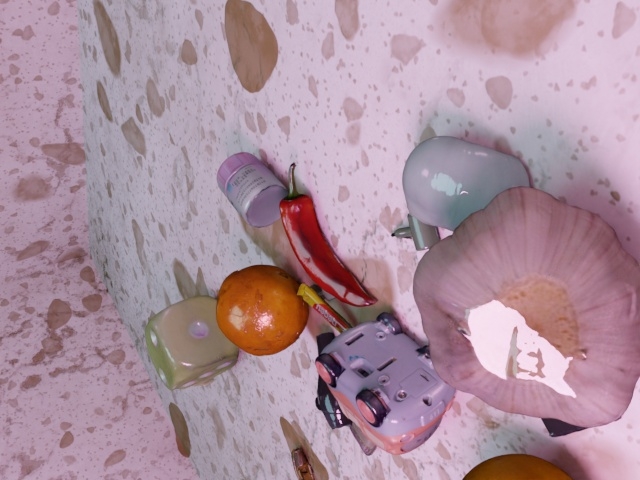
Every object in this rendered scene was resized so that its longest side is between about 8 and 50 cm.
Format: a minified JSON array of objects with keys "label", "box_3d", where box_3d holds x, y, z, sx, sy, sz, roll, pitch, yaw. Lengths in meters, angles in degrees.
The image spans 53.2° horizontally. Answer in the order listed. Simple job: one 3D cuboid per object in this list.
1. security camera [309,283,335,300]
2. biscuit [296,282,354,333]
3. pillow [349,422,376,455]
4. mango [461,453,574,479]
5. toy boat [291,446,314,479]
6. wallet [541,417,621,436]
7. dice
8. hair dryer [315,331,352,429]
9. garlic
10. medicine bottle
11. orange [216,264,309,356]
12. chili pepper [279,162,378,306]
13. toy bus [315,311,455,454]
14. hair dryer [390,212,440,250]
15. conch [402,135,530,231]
[{"label":"security camera","box_3d":[0.015,0.123,1.526,0.092,0.058,0.058,-18,90,49]},{"label":"biscuit","box_3d":[0.053,0.202,1.477,0.292,0.026,0.048,42,144,20]},{"label":"pillow","box_3d":[0.119,0.422,1.513,0.130,0.038,0.232,62,148,26]},{"label":"mango","box_3d":[0.328,0.513,1.057,0.264,0.221,0.378,44,151,31]},{"label":"toy boat","box_3d":[-0.049,0.700,1.929,0.149,0.047,0.049,66,149,12]},{"label":"wallet","box_3d":[0.345,0.172,1.021,0.285,0.030,0.146,63,150,15]},{"label":"dice","box_3d":[-0.439,0.354,2.182,0.254,0.252,0.249,60,149,21]},{"label":"hair dryer","box_3d":[0.008,0.373,1.629,0.271,0.091,0.235,121,141,-62]},{"label":"garlic","box_3d":[0.283,0.095,0.863,0.318,0.259,0.317,7,109,19]},{"label":"medicine bottle","box_3d":[-0.170,-0.129,1.602,0.168,0.135,0.135,49,143,34]},{"label":"orange","box_3d":[-0.148,0.177,1.628,0.240,0.240,0.240,34,133,47]},{"label":"chili pepper","box_3d":[-0.002,0.007,1.466,0.137,0.092,0.368,-39,78,38]},{"label":"toy bus","box_3d":[0.129,0.308,1.297,0.288,0.194,0.232,34,143,43]},{"label":"hair dryer","box_3d":[0.170,-0.017,1.208,0.150,0.047,0.071,170,85,-70]},{"label":"conch","box_3d":[0.224,-0.077,1.024,0.221,0.121,0.185,13,146,51]}]
